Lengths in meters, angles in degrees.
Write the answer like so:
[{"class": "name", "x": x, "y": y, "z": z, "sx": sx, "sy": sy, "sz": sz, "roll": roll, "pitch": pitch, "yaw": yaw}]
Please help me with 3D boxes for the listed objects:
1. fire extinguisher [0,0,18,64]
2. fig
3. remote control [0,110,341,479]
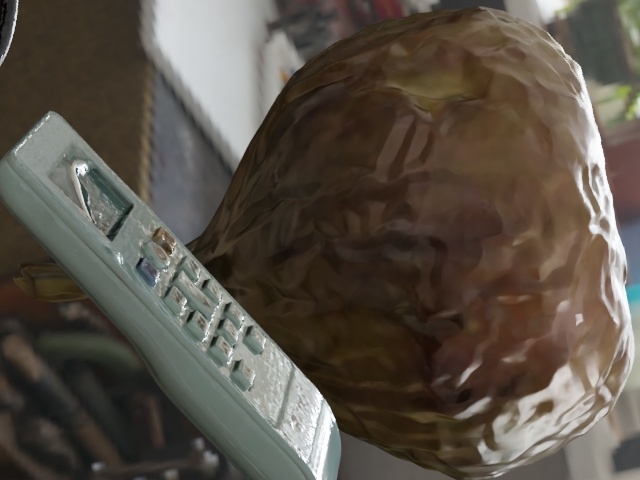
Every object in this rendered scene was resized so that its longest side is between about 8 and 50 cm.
[{"class": "fire extinguisher", "x": -0.281, "y": -0.210, "z": 1.274, "sx": 0.141, "sy": 0.105, "sz": 0.341, "roll": 32, "pitch": 30, "yaw": -15}, {"class": "fig", "x": 0.000, "y": 0.000, "z": 1.015, "sx": 0.286, "sy": 0.369, "sz": 0.286, "roll": -1, "pitch": 90, "yaw": -82}, {"class": "remote control", "x": -0.049, "y": 0.029, "z": 0.570, "sx": 0.162, "sy": 0.029, "sz": 0.061, "roll": 48, "pitch": 15, "yaw": -10}]
